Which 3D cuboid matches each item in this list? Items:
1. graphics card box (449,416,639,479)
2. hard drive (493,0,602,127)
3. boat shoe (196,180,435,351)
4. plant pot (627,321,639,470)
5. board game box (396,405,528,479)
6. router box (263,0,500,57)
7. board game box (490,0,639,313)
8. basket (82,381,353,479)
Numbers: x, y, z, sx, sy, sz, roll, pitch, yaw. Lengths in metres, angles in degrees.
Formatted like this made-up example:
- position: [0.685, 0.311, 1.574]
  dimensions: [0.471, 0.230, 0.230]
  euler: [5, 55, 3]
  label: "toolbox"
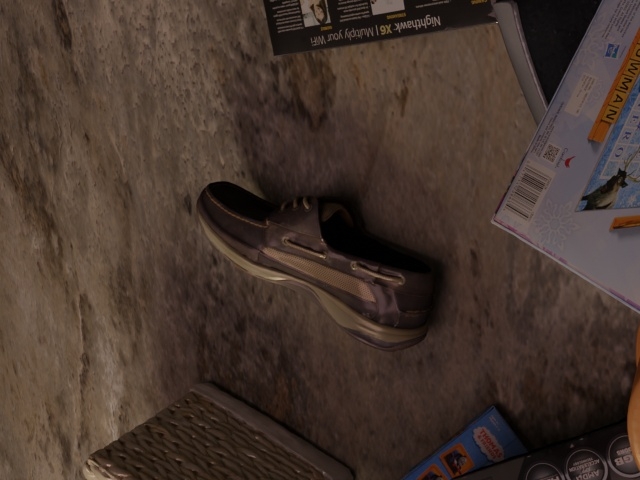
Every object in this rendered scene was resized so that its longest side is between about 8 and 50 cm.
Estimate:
- position: [0.305, 0.389, 0.878]
  dimensions: [0.233, 0.094, 0.371]
  euler: [-25, 70, 22]
  label: "graphics card box"
- position: [0.282, -0.140, 0.787]
  dimensions: [0.172, 0.054, 0.255]
  euler: [-24, 94, 17]
  label: "hard drive"
- position: [0.000, 0.000, 1.097]
  dimensions: [0.355, 0.132, 0.130]
  euler: [30, 115, 18]
  label: "boat shoe"
- position: [0.402, 0.138, 0.742]
  dimensions: [0.291, 0.203, 0.291]
  euler: [16, 116, 35]
  label: "plant pot"
- position: [0.174, 0.324, 1.014]
  dimensions: [0.160, 0.211, 0.039]
  euler: [53, 162, 10]
  label: "board game box"
- position: [0.061, -0.340, 0.919]
  dimensions: [0.309, 0.081, 0.243]
  euler: [3, 109, 40]
  label: "router box"
- position: [0.321, -0.081, 0.632]
  dimensions: [0.318, 0.066, 0.319]
  euler: [40, 112, 45]
  label: "board game box"
- position: [-0.162, 0.461, 1.314]
  dimensions: [0.331, 0.266, 0.328]
  euler: [24, 120, 30]
  label: "basket"
